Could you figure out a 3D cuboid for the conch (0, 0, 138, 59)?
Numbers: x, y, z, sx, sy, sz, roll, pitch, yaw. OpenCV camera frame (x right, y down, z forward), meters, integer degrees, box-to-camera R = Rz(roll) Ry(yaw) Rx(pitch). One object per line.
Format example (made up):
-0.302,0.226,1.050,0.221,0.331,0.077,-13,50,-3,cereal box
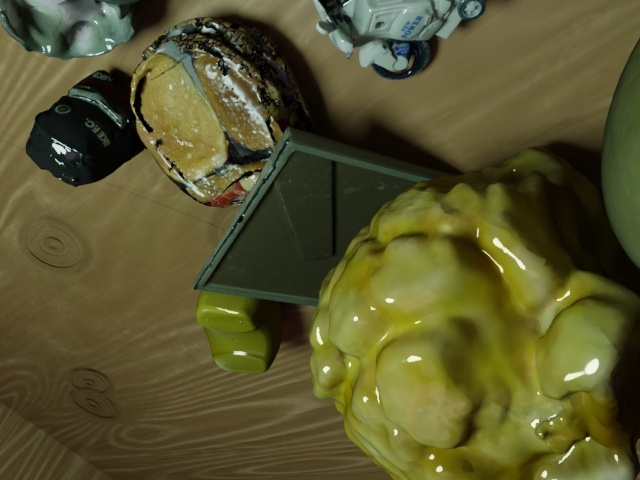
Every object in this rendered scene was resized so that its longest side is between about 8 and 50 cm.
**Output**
-0.241,-0.295,0.535,0.277,0.196,0.220,-29,138,17,conch

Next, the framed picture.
0.000,0.000,0.716,0.247,0.022,0.335,11,144,-25,framed picture

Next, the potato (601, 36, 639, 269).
0.328,-0.080,0.376,0.243,0.221,0.327,-5,111,-7,potato

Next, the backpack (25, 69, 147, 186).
-0.290,-0.145,0.702,0.120,0.165,0.106,29,128,-7,backpack

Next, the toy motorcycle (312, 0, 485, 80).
0.072,-0.239,0.481,0.150,0.102,0.221,15,144,-18,toy motorcycle

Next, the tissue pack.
-0.128,0.125,0.913,0.123,0.127,0.178,3,134,15,tissue pack

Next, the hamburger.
-0.120,-0.148,0.656,0.230,0.107,0.231,17,138,16,hamburger

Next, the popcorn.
0.171,0.100,0.571,0.353,0.344,0.390,12,143,9,popcorn
